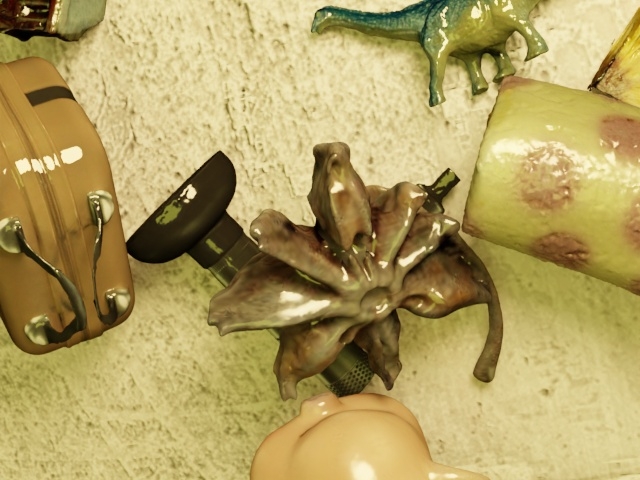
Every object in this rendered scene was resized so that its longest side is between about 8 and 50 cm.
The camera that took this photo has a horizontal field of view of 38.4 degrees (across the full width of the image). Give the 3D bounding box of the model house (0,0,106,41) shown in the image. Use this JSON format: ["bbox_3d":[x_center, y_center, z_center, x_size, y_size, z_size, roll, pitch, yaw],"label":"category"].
[{"bbox_3d":[-0.328,-0.284,1.033,0.152,0.165,0.106,3,119,13],"label":"model house"}]

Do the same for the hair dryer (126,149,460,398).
[{"bbox_3d":[-0.013,-0.013,1.062,0.320,0.156,0.284,36,86,-10],"label":"hair dryer"}]

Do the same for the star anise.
[{"bbox_3d":[0.037,0.044,0.958,0.316,0.139,0.359,-13,124,-6],"label":"star anise"}]

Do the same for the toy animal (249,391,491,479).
[{"bbox_3d":[0.040,0.326,1.007,0.237,0.269,0.326,-16,87,-24],"label":"toy animal"}]

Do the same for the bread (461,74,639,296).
[{"bbox_3d":[0.317,-0.042,0.908,0.338,0.187,0.155,19,132,7],"label":"bread"}]

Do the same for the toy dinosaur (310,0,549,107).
[{"bbox_3d":[0.170,-0.233,0.967,0.363,0.076,0.147,-17,91,19],"label":"toy dinosaur"}]

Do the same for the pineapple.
[{"bbox_3d":[0.334,-0.172,0.948,0.116,0.069,0.137,-17,99,14],"label":"pineapple"}]

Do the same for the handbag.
[{"bbox_3d":[-0.291,-0.011,0.973,0.149,0.283,0.302,-19,135,-23],"label":"handbag"}]
